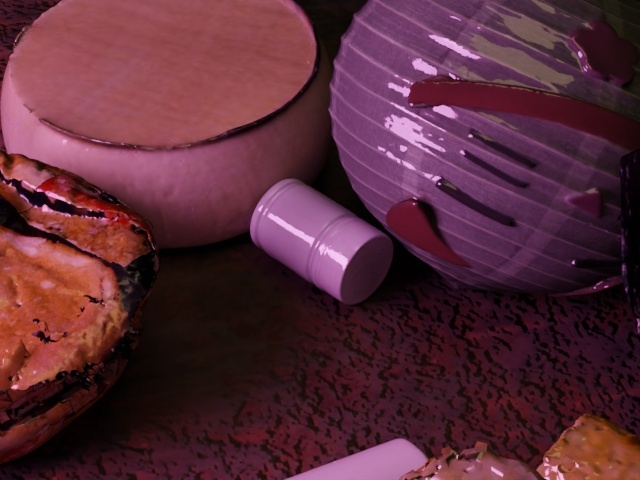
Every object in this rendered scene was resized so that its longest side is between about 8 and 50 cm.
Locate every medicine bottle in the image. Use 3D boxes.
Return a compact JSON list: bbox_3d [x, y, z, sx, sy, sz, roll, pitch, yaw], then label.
[{"bbox_3d":[0.000,0.000,1.020,0.089,0.057,0.057,32,49,32],"label":"medicine bottle"}]

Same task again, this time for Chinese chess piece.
[{"bbox_3d":[-0.111,-0.103,1.103,0.249,0.103,0.250,0,41,0],"label":"Chinese chess piece"}]

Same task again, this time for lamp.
[{"bbox_3d":[0.133,-0.073,0.990,0.265,0.233,0.233,18,40,-8],"label":"lamp"}]

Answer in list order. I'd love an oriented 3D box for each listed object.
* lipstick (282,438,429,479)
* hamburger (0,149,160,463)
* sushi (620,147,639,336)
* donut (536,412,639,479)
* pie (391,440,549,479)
[{"bbox_3d":[-0.087,0.195,0.768,0.327,0.087,0.087,-18,44,-21],"label":"lipstick"},{"bbox_3d":[-0.210,0.045,0.929,0.231,0.107,0.231,2,45,-2],"label":"hamburger"},{"bbox_3d":[0.304,0.047,0.799,0.215,0.212,0.227,-4,86,-8],"label":"sushi"},{"bbox_3d":[0.123,0.205,0.746,0.151,0.112,0.295,25,47,29],"label":"donut"},{"bbox_3d":[0.027,0.247,0.616,0.308,0.085,0.308,-3,80,16],"label":"pie"}]
